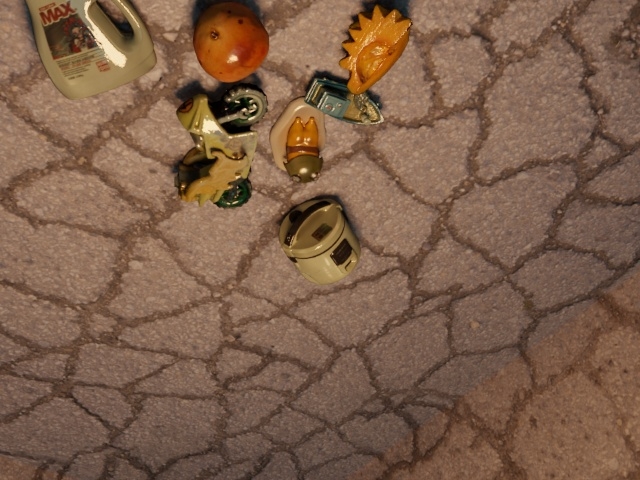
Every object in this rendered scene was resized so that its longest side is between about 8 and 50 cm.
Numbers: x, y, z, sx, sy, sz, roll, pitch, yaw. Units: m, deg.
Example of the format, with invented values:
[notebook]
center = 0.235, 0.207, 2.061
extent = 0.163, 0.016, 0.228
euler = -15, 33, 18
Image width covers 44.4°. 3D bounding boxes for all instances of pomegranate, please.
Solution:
[pomegranate]
center = -0.221, -0.483, 1.915
extent = 0.191, 0.191, 0.191
euler = -8, 133, -8

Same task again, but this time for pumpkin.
[pumpkin]
center = 0.144, -0.520, 2.054
extent = 0.130, 0.149, 0.254
euler = 43, 124, 7

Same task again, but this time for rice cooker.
[rice cooker]
center = 0.000, 0.000, 2.398
extent = 0.226, 0.226, 0.244
euler = -26, 131, 9

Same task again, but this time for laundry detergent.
[laundry detergent]
center = -0.566, -0.538, 1.814
extent = 0.264, 0.124, 0.397
euler = -17, 132, 2

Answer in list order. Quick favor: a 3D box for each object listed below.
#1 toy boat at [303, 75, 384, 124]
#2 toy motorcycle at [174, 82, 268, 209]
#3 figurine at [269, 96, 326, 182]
[toy boat]
center = 0.075, -0.371, 2.146
extent = 0.238, 0.098, 0.109
euler = 14, 120, -30
[toy motorcycle]
center = -0.278, -0.248, 2.125
extent = 0.237, 0.168, 0.410
euler = 1, 132, -14
[figurine]
center = -0.052, -0.261, 2.193
extent = 0.167, 0.141, 0.249
euler = -2, 132, -12
